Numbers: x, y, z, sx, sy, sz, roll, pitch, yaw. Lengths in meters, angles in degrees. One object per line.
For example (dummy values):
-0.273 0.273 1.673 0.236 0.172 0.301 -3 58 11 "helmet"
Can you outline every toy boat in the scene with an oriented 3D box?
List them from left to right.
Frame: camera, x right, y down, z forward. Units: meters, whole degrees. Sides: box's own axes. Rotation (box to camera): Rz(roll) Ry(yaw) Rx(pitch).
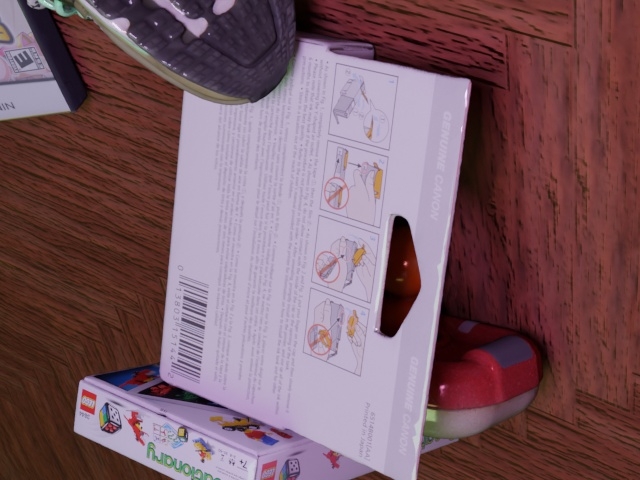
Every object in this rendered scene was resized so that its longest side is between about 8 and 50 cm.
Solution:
0.068 0.061 1.034 0.231 0.151 0.151 12 107 38 "toy boat"

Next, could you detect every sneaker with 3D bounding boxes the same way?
-0.179 -0.229 0.949 0.410 0.158 0.182 42 158 14 "sneaker"

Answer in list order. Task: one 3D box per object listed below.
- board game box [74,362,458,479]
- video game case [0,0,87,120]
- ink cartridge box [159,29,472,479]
-0.033 0.147 1.089 0.193 0.305 0.053 17 103 35 "board game box"
-0.377 -0.225 1.160 0.248 0.035 0.274 -4 127 23 "video game case"
0.000 0.000 0.938 0.261 0.066 0.296 18 109 36 "ink cartridge box"
